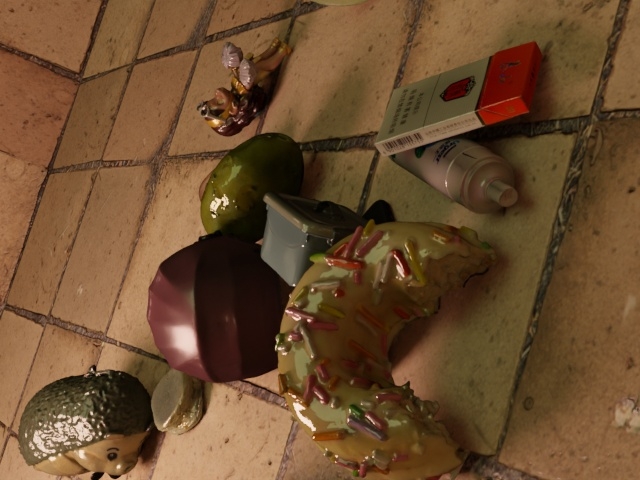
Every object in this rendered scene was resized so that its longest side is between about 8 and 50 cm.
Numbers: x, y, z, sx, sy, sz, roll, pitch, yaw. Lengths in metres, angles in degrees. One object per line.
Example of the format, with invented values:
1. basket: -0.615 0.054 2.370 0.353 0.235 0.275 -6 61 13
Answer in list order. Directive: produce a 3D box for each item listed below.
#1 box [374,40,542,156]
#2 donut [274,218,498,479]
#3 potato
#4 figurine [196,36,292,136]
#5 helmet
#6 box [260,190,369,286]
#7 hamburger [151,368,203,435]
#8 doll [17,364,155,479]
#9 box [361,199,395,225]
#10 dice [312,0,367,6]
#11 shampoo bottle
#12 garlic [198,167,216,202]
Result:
1. box: 0.201 -0.206 1.575 0.245 0.035 0.139 -15 37 35
2. donut: 0.076 0.140 1.485 0.307 0.150 0.371 1 72 35
3. potato: -0.131 -0.096 2.021 0.253 0.186 0.148 -52 49 20
4. figurine: -0.162 -0.334 2.295 0.240 0.115 0.175 -58 33 8
5. helmet: -0.209 0.129 1.917 0.338 0.197 0.271 10 107 54
6. box: 0.000 0.000 1.720 0.227 0.162 0.130 40 117 63
7. hamburger: -0.283 0.317 2.131 0.133 0.062 0.140 -50 32 23
8. doll: -0.485 0.394 2.272 0.349 0.247 0.247 -29 48 41
9. box: 0.082 0.008 1.761 0.126 0.027 0.125 -52 31 30
10. dice: 0.034 -0.610 2.008 0.254 0.252 0.250 -29 49 46
11. shampoo bottle: 0.196 -0.110 1.575 0.092 0.092 0.303 -63 29 10
12. garlic: -0.162 -0.103 2.168 0.206 0.128 0.115 -42 61 30
